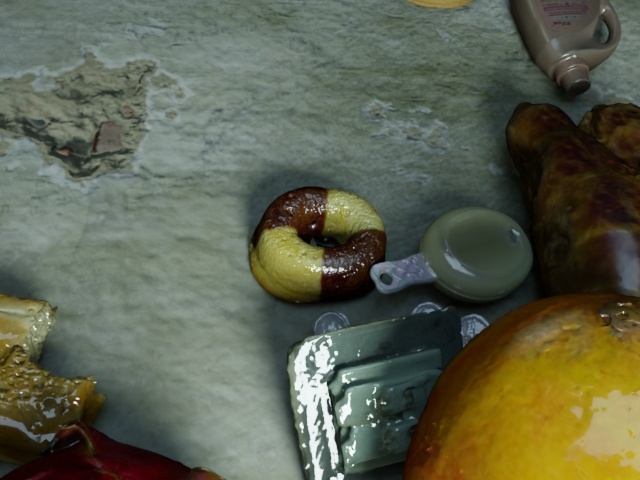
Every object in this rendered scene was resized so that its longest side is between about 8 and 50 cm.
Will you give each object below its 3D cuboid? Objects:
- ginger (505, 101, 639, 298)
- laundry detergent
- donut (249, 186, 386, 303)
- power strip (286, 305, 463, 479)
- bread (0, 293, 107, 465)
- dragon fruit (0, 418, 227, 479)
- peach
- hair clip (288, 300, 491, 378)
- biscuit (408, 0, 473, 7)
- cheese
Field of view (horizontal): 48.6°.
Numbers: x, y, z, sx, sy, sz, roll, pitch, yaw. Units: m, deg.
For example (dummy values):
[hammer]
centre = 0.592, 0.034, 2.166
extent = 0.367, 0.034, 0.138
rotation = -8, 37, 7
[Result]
[ginger]
centre = 0.389, -0.020, 0.922
extent = 0.254, 0.176, 0.419
rotation = 2, 53, 0
[laundry detergent]
centre = 0.428, -0.346, 1.185
extent = 0.171, 0.076, 0.237
rotation = -6, 59, -11
[donut]
centre = 0.000, 0.000, 0.923
extent = 0.183, 0.073, 0.166
rotation = 8, 55, -4
[power strip]
centre = 0.079, 0.185, 0.769
extent = 0.213, 0.064, 0.199
rotation = -13, 94, -16
[bread]
centre = -0.422, 0.127, 0.775
extent = 0.380, 0.109, 0.185
rotation = 13, 50, -1
[dragon fruit]
centre = -0.204, 0.293, 0.631
extent = 0.314, 0.250, 0.250
rotation = 15, 56, 22
[peach]
centre = 0.244, 0.235, 0.665
extent = 0.372, 0.373, 0.289
rotation = -34, 38, -24
[hair clip]
centre = 0.091, 0.143, 0.849
extent = 0.256, 0.075, 0.146
rotation = -3, 61, -16
[biscuit]
centre = 0.230, -0.509, 1.283
extent = 0.288, 0.044, 0.202
rotation = -34, 68, -26
[cheese]
centre = 0.166, 0.026, 0.915
extent = 0.227, 0.064, 0.137
rotation = -14, 58, -23
